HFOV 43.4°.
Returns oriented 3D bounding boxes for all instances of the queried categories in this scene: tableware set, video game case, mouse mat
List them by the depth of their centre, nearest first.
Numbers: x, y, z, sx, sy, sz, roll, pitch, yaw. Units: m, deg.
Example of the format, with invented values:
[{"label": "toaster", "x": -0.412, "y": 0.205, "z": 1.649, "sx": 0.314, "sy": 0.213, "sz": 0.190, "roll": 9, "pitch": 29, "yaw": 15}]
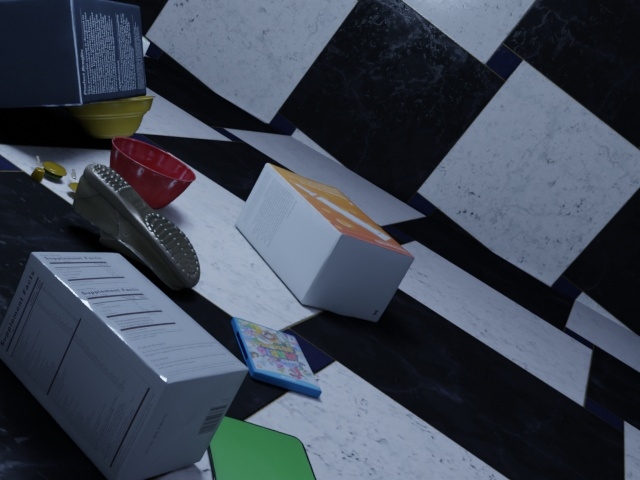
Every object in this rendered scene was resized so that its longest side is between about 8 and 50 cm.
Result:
[{"label": "mouse mat", "x": -0.067, "y": 0.277, "z": 0.971, "sx": 0.153, "sy": 0.007, "sz": 0.189, "roll": 23, "pitch": 17, "yaw": -23}, {"label": "video game case", "x": -0.072, "y": 0.182, "z": 1.273, "sx": 0.119, "sy": 0.015, "sz": 0.166, "roll": 22, "pitch": 16, "yaw": -26}, {"label": "tableware set", "x": -0.465, "y": -0.105, "z": 1.510, "sx": 0.154, "sy": 0.024, "sz": 0.104, "roll": 22, "pitch": 19, "yaw": -31}]

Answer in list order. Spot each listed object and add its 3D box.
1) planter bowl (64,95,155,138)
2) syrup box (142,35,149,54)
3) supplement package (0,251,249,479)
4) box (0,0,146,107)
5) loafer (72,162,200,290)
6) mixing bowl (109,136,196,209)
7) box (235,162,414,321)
[{"label": "planter bowl", "x": -0.491, "y": -0.287, "z": 1.882, "sx": 0.217, "sy": 0.090, "sz": 0.217, "roll": -3, "pitch": 13, "yaw": 1}, {"label": "syrup box", "x": -0.541, "y": -0.433, "z": 2.061, "sx": 0.093, "sy": 0.237, "sz": 0.096, "roll": 15, "pitch": 20, "yaw": -46}, {"label": "supplement package", "x": -0.227, "y": 0.131, "z": 0.900, "sx": 0.244, "sy": 0.139, "sz": 0.134, "roll": 37, "pitch": 18, "yaw": 28}, {"label": "box", "x": -0.573, "y": -0.395, "z": 1.695, "sx": 0.294, "sy": 0.212, "sz": 0.395, "roll": 0, "pitch": 12, "yaw": 7}, {"label": "loafer", "x": -0.310, "y": -0.011, "z": 1.348, "sx": 0.268, "sy": 0.092, "sz": 0.102, "roll": 47, "pitch": 18, "yaw": 5}, {"label": "mixing bowl", "x": -0.354, "y": -0.124, "z": 1.627, "sx": 0.181, "sy": 0.098, "sz": 0.181, "roll": 27, "pitch": 13, "yaw": -7}, {"label": "box", "x": 0.000, "y": 0.000, "z": 1.733, "sx": 0.215, "sy": 0.168, "sz": 0.345, "roll": 18, "pitch": 18, "yaw": -39}]
